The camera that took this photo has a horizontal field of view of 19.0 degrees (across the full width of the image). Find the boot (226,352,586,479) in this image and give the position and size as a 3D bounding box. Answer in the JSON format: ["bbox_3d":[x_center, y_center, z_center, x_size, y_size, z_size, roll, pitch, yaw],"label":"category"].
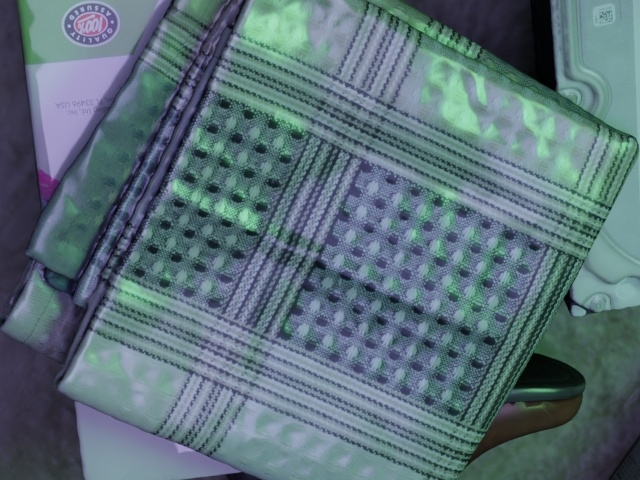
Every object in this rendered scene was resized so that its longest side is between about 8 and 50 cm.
[{"bbox_3d":[0.075,0.227,1.364,0.264,0.096,0.280,-13,107,-4],"label":"boot"}]

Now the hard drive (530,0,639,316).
[{"bbox_3d":[0.261,-0.115,1.256,0.237,0.064,0.339,-11,125,-4],"label":"hard drive"}]

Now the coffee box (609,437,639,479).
[{"bbox_3d":[0.292,0.200,1.383,0.141,0.098,0.246,32,99,-15],"label":"coffee box"}]

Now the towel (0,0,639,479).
[{"bbox_3d":[0.000,0.000,1.188,0.324,0.056,0.312,27,99,-14],"label":"towel"}]

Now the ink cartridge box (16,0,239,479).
[{"bbox_3d":[-0.081,-0.028,1.260,0.207,0.119,0.353,-6,105,-7],"label":"ink cartridge box"}]
